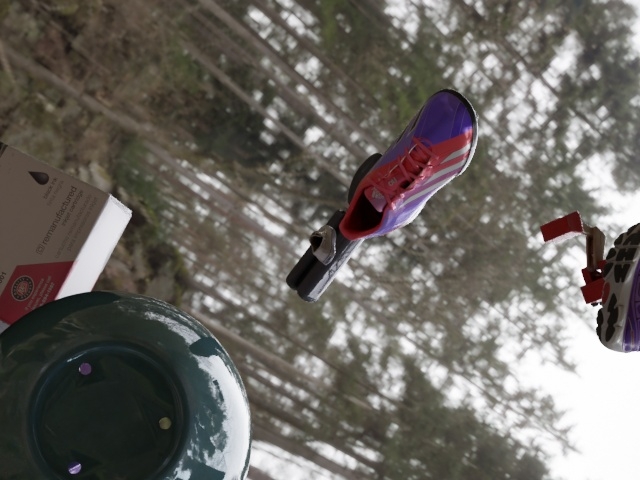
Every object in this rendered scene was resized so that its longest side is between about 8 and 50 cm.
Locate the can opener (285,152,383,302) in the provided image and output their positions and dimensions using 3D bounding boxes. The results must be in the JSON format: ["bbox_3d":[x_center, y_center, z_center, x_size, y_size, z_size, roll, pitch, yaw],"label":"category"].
[{"bbox_3d":[0.030,-0.028,1.699,0.283,0.095,0.076,-53,-135,3],"label":"can opener"}]

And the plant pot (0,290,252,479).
[{"bbox_3d":[-0.194,0.171,0.892,0.195,0.290,0.290,128,-15,-70],"label":"plant pot"}]

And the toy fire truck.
[{"bbox_3d":[0.409,0.027,1.453,0.047,0.192,0.135,-27,-107,40],"label":"toy fire truck"}]

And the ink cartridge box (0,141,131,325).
[{"bbox_3d":[-0.359,-0.016,1.086,0.237,0.100,0.172,25,-98,9],"label":"ink cartridge box"}]

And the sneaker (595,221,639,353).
[{"bbox_3d":[0.400,0.060,1.251,0.068,0.071,0.170,-178,-78,-75],"label":"sneaker"}]

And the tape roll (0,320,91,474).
[{"bbox_3d":[-0.374,0.177,1.081,0.090,0.275,0.275,-56,-148,28],"label":"tape roll"}]

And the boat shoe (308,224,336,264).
[{"bbox_3d":[0.000,0.000,1.501,0.035,0.035,0.100,-46,-160,23],"label":"boat shoe"}]

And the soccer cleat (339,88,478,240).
[{"bbox_3d":[0.129,-0.101,1.479,0.116,0.108,0.318,-30,165,-35],"label":"soccer cleat"}]
